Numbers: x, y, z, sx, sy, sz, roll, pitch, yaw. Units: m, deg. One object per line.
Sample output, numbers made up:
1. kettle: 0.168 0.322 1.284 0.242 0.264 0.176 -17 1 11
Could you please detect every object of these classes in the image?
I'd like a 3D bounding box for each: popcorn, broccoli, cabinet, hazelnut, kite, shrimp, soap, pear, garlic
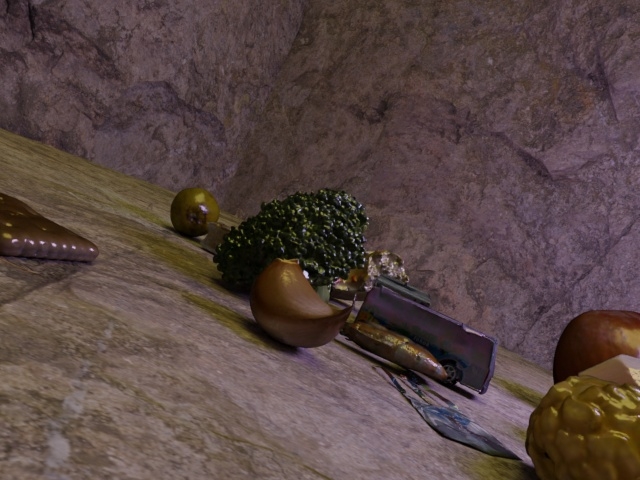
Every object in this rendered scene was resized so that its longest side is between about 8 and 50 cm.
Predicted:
1. popcorn: 0.401 0.288 0.859 0.250 0.190 0.250 14 -5 1
2. broccoli: -0.060 0.012 1.365 0.323 0.272 0.334 23 33 3
3. cabinet: 0.190 0.179 1.605 0.144 0.150 0.206 25 3 8
4. hazelnut: 0.773 0.350 1.580 0.365 0.366 0.366 24 2 -1
5. kite: 0.185 0.271 1.039 0.169 0.015 0.310 22 3 -30
6. shrimp: 0.141 0.214 1.266 0.254 0.059 0.145 20 -8 25
7. soap: -0.204 0.026 1.807 0.173 0.089 0.274 22 1 24
8. pear: -0.373 -0.083 1.848 0.148 0.149 0.162 24 8 -6
9. garlic: -0.037 0.123 1.023 0.206 0.128 0.115 31 -37 47

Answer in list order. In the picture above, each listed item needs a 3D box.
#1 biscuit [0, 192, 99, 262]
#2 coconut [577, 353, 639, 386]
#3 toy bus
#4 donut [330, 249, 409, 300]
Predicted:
1. biscuit: -0.506 -0.052 0.921 0.324 0.044 0.217 25 3 17
2. coconut: 0.569 0.336 1.131 0.259 0.260 0.259 24 2 -1
3. toy bus: 0.233 0.214 1.364 0.316 0.138 0.112 23 3 21
4. donut: 0.058 0.066 1.812 0.307 0.150 0.371 -15 -32 40
